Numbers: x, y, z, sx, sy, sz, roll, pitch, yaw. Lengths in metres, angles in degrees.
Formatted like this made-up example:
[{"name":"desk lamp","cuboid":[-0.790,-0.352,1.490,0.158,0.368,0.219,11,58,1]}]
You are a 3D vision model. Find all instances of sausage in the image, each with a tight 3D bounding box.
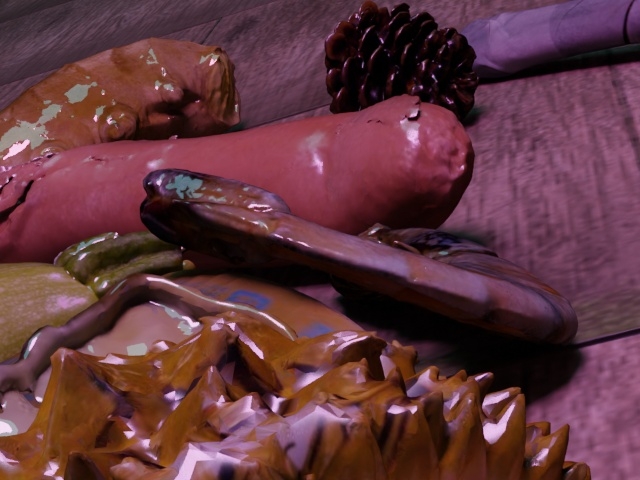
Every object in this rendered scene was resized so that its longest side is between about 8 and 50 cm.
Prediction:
[{"name":"sausage","cuboid":[-0.060,-0.014,0.845,0.304,0.078,0.078,-9,18,31]}]

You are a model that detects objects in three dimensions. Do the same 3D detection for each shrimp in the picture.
[{"name":"shrimp","cuboid":[-0.001,0.003,0.667,0.147,0.035,0.195,13,0,-22]}]

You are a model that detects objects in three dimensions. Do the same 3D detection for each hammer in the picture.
[{"name":"hammer","cuboid":[0.223,-0.125,0.935,0.427,0.044,0.152,-9,32,44]}]

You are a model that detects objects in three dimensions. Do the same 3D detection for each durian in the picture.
[{"name":"durian","cuboid":[-0.041,0.070,0.368,0.140,0.078,0.224,29,44,33]}]

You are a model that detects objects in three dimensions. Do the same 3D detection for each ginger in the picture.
[{"name":"ginger","cuboid":[-0.141,-0.064,1.110,0.205,0.081,0.115,-28,-15,-6]}]

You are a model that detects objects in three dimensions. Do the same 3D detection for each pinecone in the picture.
[{"name":"pinecone","cuboid":[0.042,-0.087,0.994,0.077,0.077,0.083,-27,27,-29]}]

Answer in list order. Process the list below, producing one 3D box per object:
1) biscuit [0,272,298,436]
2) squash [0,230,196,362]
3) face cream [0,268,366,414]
[{"name":"biscuit","cuboid":[-0.069,0.104,0.421,0.187,0.036,0.273,25,41,37]},{"name":"squash","cuboid":[-0.176,0.078,0.645,0.341,0.094,0.094,-32,20,-33]},{"name":"face cream","cuboid":[-0.116,0.094,0.542,0.285,0.067,0.139,-29,24,-36]}]
